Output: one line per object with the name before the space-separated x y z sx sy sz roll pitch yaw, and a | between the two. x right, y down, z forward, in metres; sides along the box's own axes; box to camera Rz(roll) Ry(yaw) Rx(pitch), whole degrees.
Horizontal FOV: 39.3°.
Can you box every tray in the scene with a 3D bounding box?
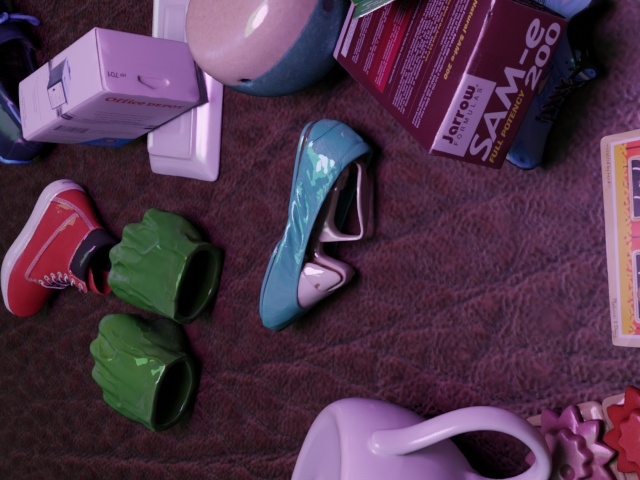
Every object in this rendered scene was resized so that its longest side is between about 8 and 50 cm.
tray | -0.175 -0.214 1.127 0.145 0.030 0.270 11 100 44

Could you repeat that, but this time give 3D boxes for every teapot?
teapot | 0.076 0.265 0.798 0.256 0.187 0.252 148 135 -76

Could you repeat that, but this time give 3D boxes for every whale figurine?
whale figurine | -0.032 -0.274 0.930 0.216 0.141 0.272 -9 62 46

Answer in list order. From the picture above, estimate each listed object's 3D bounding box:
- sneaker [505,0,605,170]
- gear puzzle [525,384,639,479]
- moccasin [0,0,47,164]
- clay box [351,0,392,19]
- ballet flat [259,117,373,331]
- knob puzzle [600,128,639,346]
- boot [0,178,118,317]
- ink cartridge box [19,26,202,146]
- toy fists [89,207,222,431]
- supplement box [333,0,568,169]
sneaker | 0.190 -0.135 0.739 0.073 0.063 0.162 22 111 35
gear puzzle | 0.300 0.181 0.657 0.339 0.044 0.175 -28 73 43
moccasin | -0.484 -0.291 1.387 0.117 0.138 0.342 -23 90 39
clay box | 0.076 -0.282 0.746 0.127 0.053 0.222 -21 38 28
ballet flat | 0.000 0.000 0.930 0.087 0.083 0.247 25 112 27
knob puzzle | 0.293 -0.009 0.650 0.213 0.030 0.213 -7 81 46
boot | -0.380 0.057 1.316 0.176 0.088 0.244 49 121 30
ink cartridge box | -0.258 -0.179 1.091 0.191 0.140 0.082 -19 77 44
toy fists | -0.213 0.098 1.142 0.142 0.096 0.279 24 108 32
supplement box | 0.098 -0.171 0.764 0.130 0.073 0.239 -69 26 23
